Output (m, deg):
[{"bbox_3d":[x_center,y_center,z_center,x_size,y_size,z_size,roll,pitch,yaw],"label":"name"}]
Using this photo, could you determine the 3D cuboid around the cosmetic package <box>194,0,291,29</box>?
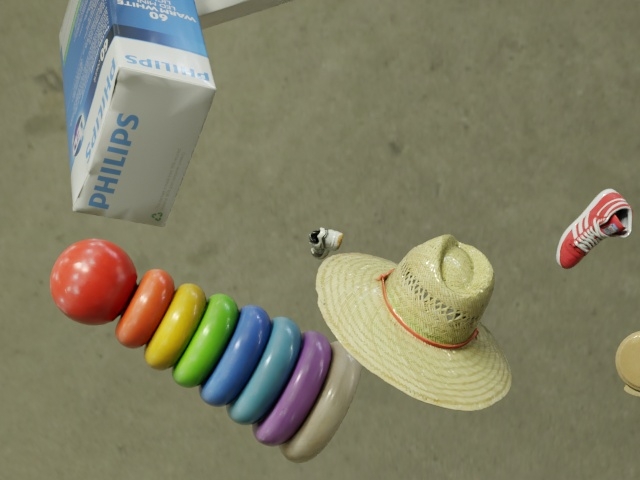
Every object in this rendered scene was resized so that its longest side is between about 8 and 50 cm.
[{"bbox_3d":[-0.025,-0.275,1.144,0.239,0.060,0.099,-15,85,9],"label":"cosmetic package"}]

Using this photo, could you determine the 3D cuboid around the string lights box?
[{"bbox_3d":[-0.155,-0.145,0.997,0.076,0.133,0.260,10,36,-22],"label":"string lights box"}]

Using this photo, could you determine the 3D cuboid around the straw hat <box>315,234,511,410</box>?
[{"bbox_3d":[0.069,0.030,0.725,0.144,0.061,0.144,24,26,-13],"label":"straw hat"}]

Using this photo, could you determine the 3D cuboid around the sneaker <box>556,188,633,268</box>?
[{"bbox_3d":[0.346,-0.006,1.563,0.118,0.042,0.067,-56,22,10],"label":"sneaker"}]

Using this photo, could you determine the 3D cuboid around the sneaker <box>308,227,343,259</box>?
[{"bbox_3d":[0.000,0.000,1.608,0.037,0.083,0.032,22,68,-13],"label":"sneaker"}]

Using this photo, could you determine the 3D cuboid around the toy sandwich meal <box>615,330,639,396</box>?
[{"bbox_3d":[0.413,0.156,1.570,0.085,0.029,0.085,-4,79,21],"label":"toy sandwich meal"}]

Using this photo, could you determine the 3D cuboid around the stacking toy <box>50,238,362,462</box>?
[{"bbox_3d":[-0.127,0.101,1.294,0.330,0.141,0.141,29,63,-11],"label":"stacking toy"}]
